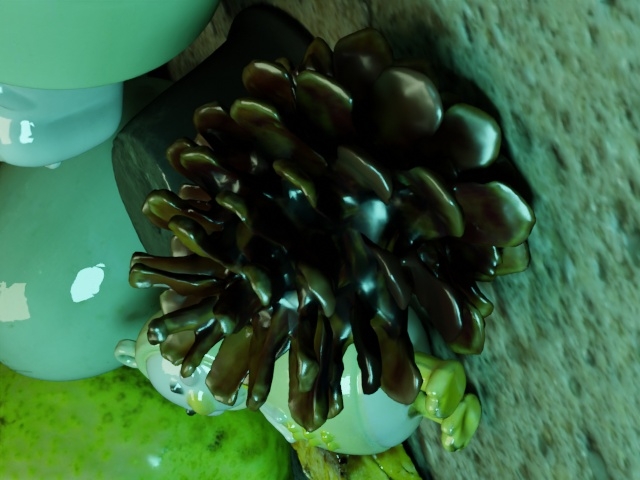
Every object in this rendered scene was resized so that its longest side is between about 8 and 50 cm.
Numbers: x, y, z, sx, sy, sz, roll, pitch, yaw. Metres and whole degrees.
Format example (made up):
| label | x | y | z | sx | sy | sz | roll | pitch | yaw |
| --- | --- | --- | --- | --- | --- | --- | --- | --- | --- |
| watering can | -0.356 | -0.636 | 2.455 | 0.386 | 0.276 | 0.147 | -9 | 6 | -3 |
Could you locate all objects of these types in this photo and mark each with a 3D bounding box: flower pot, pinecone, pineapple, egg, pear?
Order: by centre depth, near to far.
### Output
| label | x | y | z | sx | sy | sz | roll | pitch | yaw |
| --- | --- | --- | --- | --- | --- | --- | --- | --- | --- |
| pinecone | -0.003 | 0.007 | 1.305 | 0.264 | 0.264 | 0.264 | 50 | 155 | 33 |
| flower pot | -0.068 | -0.046 | 1.536 | 0.235 | 0.148 | 0.235 | 51 | 157 | 32 |
| pineapple | 0.008 | 0.134 | 1.661 | 0.135 | 0.079 | 0.233 | 7 | 120 | 63 |
| egg | -0.186 | -0.010 | 1.690 | 0.203 | 0.283 | 0.203 | 36 | 174 | 5 |
| pear | -0.190 | 0.222 | 1.862 | 0.391 | 0.391 | 0.391 | 50 | 155 | 33 |

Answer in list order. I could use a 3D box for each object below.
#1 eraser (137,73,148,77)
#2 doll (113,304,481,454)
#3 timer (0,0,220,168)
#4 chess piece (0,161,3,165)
| label | x | y | z | sx | sy | sz | roll | pitch | yaw |
| --- | --- | --- | --- | --- | --- | --- | --- | --- | --- |
| eraser | -0.227 | -0.192 | 1.809 | 0.189 | 0.104 | 0.290 | 37 | 147 | 45 |
| doll | -0.026 | 0.104 | 1.516 | 0.141 | 0.296 | 0.117 | 55 | -141 | -55 |
| timer | -0.204 | -0.180 | 1.442 | 0.291 | 0.290 | 0.315 | 53 | 148 | 27 |
| chess piece | -0.320 | -0.092 | 1.865 | 0.137 | 0.137 | 0.301 | 42 | 155 | 44 |
